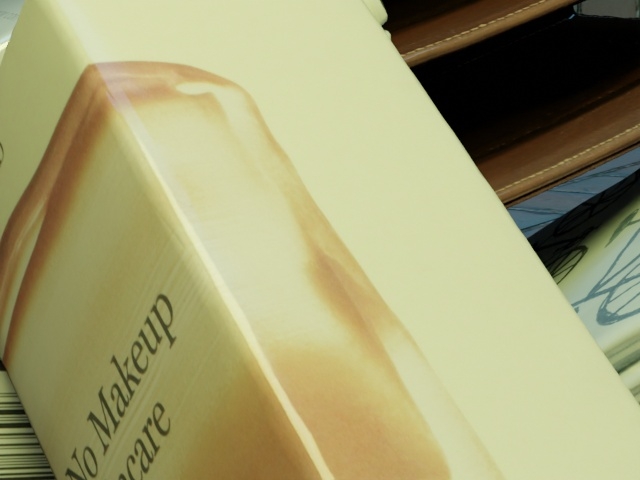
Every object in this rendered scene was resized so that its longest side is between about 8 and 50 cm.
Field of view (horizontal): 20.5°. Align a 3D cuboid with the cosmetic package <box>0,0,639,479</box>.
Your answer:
[{"bbox_3d":[-0.005,0.056,0.598,0.129,0.153,0.296,-9,52,-33],"label":"cosmetic package"}]

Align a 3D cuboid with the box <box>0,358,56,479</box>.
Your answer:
[{"bbox_3d":[-0.206,0.090,0.784,0.143,0.165,0.270,3,9,-27],"label":"box"}]

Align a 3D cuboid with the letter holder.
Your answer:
[{"bbox_3d":[0.091,-0.132,0.934,0.302,0.152,0.214,-26,26,-33],"label":"letter holder"}]

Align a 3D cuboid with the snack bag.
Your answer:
[{"bbox_3d":[0.137,0.027,0.888,0.342,0.037,0.323,-35,7,35],"label":"snack bag"}]

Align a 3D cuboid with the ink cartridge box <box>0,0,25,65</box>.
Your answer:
[{"bbox_3d":[-0.288,-0.022,1.123,0.384,0.160,0.279,-32,20,-19],"label":"ink cartridge box"}]

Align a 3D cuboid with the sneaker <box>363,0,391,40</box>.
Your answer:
[{"bbox_3d":[-0.096,-0.008,0.839,0.147,0.330,0.130,-23,60,-42],"label":"sneaker"}]
